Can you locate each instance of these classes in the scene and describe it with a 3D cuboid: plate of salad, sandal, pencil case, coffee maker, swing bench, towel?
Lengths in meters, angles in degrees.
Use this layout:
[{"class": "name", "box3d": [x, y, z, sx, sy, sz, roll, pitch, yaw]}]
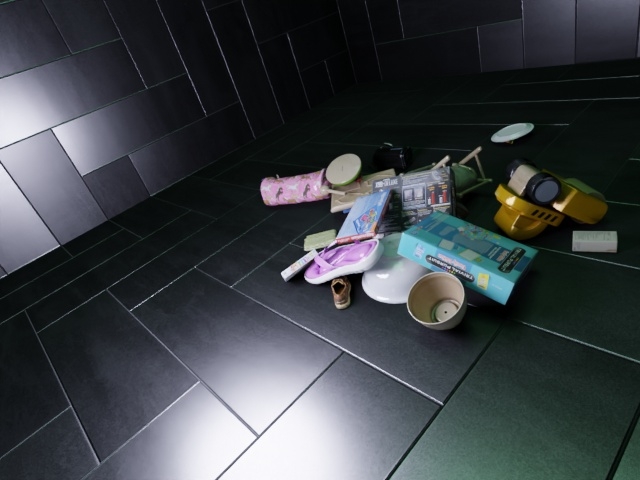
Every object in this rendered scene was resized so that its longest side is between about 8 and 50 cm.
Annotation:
[{"class": "plate of salad", "box3d": [0.961, -0.532, 2.103, 0.199, 0.048, 0.200, -23, 23, 10]}, {"class": "sandal", "box3d": [0.063, 0.048, 1.470, 0.416, 0.102, 0.169, -21, 26, 52]}, {"class": "pencil case", "box3d": [-0.123, -0.277, 2.204, 0.385, 0.167, 0.160, -2, 1, 27]}, {"class": "coffee maker", "box3d": [0.376, -0.425, 2.221, 0.178, 0.120, 0.171, 8, 63, 41]}, {"class": "swing bench", "box3d": [0.509, -0.252, 1.712, 0.253, 0.165, 0.254, -22, 5, -37]}, {"class": "towel", "box3d": [0.000, 0.000, 1.800, 0.148, 0.027, 0.110, -16, 29, 9]}]

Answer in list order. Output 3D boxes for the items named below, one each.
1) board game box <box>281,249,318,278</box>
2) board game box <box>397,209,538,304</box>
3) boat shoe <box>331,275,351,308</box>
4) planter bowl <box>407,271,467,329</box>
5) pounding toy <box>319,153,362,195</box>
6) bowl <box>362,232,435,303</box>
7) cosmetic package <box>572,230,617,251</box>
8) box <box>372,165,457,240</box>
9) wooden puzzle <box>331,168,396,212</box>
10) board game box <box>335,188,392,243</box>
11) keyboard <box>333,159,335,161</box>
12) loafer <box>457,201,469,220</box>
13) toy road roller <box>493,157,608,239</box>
[{"class": "board game box", "box3d": [-0.078, 0.096, 1.603, 0.154, 0.026, 0.103, -36, -8, -8]}, {"class": "board game box", "box3d": [0.445, 0.036, 1.274, 0.336, 0.079, 0.253, 28, 35, 29]}, {"class": "boat shoe", "box3d": [0.070, 0.159, 1.461, 0.064, 0.060, 0.178, -15, 30, 8]}, {"class": "planter bowl", "box3d": [0.342, 0.186, 1.188, 0.162, 0.109, 0.162, -23, 43, 24]}, {"class": "pounding toy", "box3d": [0.119, -0.293, 2.025, 0.182, 0.110, 0.237, 13, 67, 38]}, {"class": "bowl", "box3d": [0.271, 0.067, 1.427, 0.297, 0.134, 0.298, -14, 30, 8]}, {"class": "cosmetic package", "box3d": [0.842, 0.003, 1.292, 0.115, 0.041, 0.060, 3, 36, 33]}, {"class": "box", "box3d": [0.342, -0.124, 1.559, 0.307, 0.076, 0.243, -7, 76, 31]}, {"class": "wooden puzzle", "box3d": [0.214, -0.225, 2.007, 0.321, 0.081, 0.348, -13, 26, 10]}, {"class": "board game box", "box3d": [0.161, -0.089, 1.494, 0.145, 0.027, 0.281, -13, 29, 31]}, {"class": "keyboard", "box3d": [0.091, -0.422, 2.464, 0.072, 0.014, 0.256, -3, 34, 18]}, {"class": "loafer", "box3d": [0.391, -0.084, 1.647, 0.365, 0.134, 0.130, 1, 70, 32]}, {"class": "toy road roller", "box3d": [0.752, -0.114, 1.434, 0.329, 0.241, 0.203, 16, 27, -13]}]
